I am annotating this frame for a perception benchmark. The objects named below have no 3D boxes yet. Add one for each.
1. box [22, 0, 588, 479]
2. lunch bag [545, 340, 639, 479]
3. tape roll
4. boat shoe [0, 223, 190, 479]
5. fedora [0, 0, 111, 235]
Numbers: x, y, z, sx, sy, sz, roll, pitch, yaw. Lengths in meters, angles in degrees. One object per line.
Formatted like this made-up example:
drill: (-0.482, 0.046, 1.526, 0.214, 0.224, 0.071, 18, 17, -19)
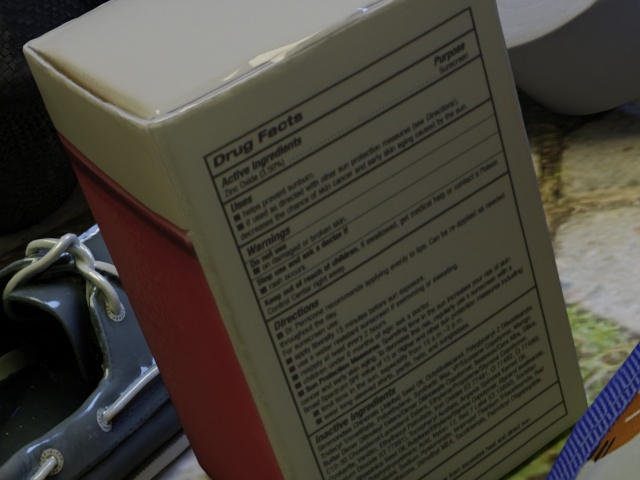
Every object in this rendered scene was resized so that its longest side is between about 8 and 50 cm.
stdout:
box: (0.000, 0.000, 0.605, 0.148, 0.232, 0.127, -31, 33, -20)
lunch bag: (0.214, 0.118, 0.285, 0.385, 0.239, 0.328, -39, 30, 12)
tape roll: (0.175, -0.185, 0.859, 0.219, 0.072, 0.219, -41, 29, 29)
boat shoe: (-0.112, 0.052, 0.692, 0.116, 0.099, 0.319, 18, 46, 19)
fedora: (-0.225, -0.097, 0.912, 0.334, 0.334, 0.153, -12, 64, 11)
